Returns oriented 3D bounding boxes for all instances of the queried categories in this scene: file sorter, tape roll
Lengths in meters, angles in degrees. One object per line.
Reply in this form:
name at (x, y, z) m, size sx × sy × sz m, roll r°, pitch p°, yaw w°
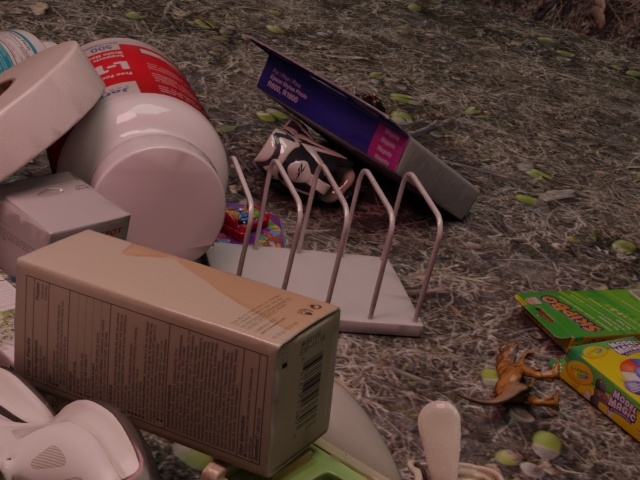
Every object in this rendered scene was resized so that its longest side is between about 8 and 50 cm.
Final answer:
file sorter at (0.000, 0.000, 1.939) m, size 0.277 × 0.173 × 0.193 m, roll 5°, pitch 26°, yaw -17°
tape roll at (-0.449, -0.117, 1.799) m, size 0.392 × 0.072 × 0.392 m, roll -29°, pitch 19°, yaw 11°

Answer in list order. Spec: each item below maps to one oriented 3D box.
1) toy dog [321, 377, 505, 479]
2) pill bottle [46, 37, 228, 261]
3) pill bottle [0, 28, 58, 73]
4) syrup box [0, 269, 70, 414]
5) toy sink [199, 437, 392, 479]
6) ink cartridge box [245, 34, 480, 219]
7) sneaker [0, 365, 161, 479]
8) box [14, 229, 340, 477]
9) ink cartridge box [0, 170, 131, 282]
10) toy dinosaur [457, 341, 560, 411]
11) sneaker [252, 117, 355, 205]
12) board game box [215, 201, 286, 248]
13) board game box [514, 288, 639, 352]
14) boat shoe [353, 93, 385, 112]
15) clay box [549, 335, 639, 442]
toy dog at (0.062, 0.215, 1.543) m, size 0.333 × 0.161 × 0.220 m, roll 17°, pitch 26°, yaw 7°
pill bottle at (-0.253, -0.116, 1.954) m, size 0.229 × 0.229 × 0.408 m, roll 4°, pitch 22°, yaw -18°
pill bottle at (-0.513, -0.247, 2.225) m, size 0.146 × 0.146 × 0.264 m, roll 28°, pitch 28°, yaw 28°
syrup box at (-0.336, 0.132, 1.593) m, size 0.093 × 0.096 × 0.237 m, roll -16°, pitch 39°, yaw -42°
toy sink at (-0.040, 0.272, 1.412) m, size 0.234 × 0.131 × 0.152 m, roll 28°, pitch 29°, yaw 29°
ink cartridge box at (0.055, -0.174, 2.272) m, size 0.324 × 0.071 × 0.330 m, roll 34°, pitch 3°, yaw 36°
sneaker at (-0.317, 0.241, 1.265) m, size 0.257 × 0.169 × 0.447 m, roll -18°, pitch 14°, yaw -31°
box at (-0.147, 0.104, 1.420) m, size 0.311 × 0.148 × 0.121 m, roll 18°, pitch 24°, yaw 25°
ink cartridge box at (-0.325, 0.026, 1.721) m, size 0.127 × 0.176 × 0.128 m, roll 31°, pitch 31°, yaw 32°
toy dinosaur at (0.246, 0.189, 1.823) m, size 0.112 × 0.064 × 0.211 m, roll 0°, pitch 13°, yaw 14°
sneaker at (-0.013, -0.115, 2.277) m, size 0.153 × 0.094 × 0.235 m, roll 36°, pitch 5°, yaw 1°
board game box at (-0.115, -0.031, 2.106) m, size 0.133 × 0.033 × 0.169 m, roll 8°, pitch 26°, yaw -10°
board game box at (0.410, 0.113, 2.065) m, size 0.259 × 0.039 × 0.124 m, roll 2°, pitch 27°, yaw -29°
boat shoe at (0.076, -0.226, 2.384) m, size 0.049 × 0.042 × 0.133 m, roll 36°, pitch 3°, yaw 15°
clay box at (0.416, 0.193, 1.884) m, size 0.127 × 0.053 × 0.222 m, roll -6°, pitch 32°, yaw -35°
